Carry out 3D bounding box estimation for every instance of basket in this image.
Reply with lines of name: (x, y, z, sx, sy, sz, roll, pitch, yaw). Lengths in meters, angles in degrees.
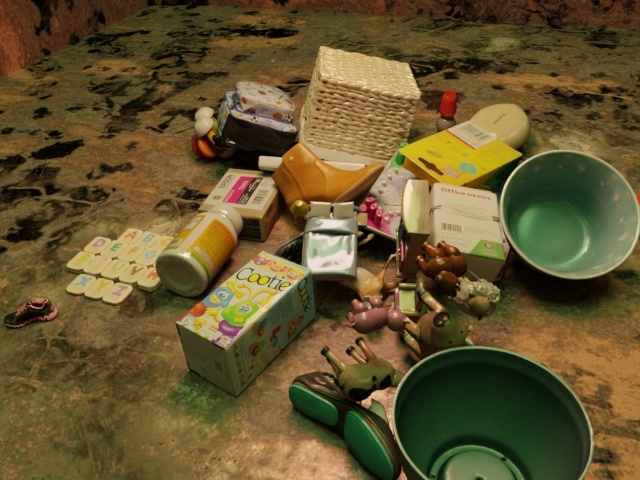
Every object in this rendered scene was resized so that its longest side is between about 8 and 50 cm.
basket: (0.112, -0.417, 1.861, 0.330, 0.267, 0.328, 9, 33, -6)

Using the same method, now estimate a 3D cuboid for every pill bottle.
pill bottle: (-0.293, 0.015, 1.492, 0.136, 0.137, 0.246, 10, 39, 18)

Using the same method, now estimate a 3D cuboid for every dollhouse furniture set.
dollhouse furniture set: (0.073, 0.013, 1.295, 0.303, 0.198, 0.287, 3, 59, 3)

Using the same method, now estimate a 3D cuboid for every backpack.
backpack: (-0.211, -0.393, 1.902, 0.276, 0.213, 0.263, 14, 21, -27)

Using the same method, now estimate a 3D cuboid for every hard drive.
hard drive: (-0.006, -0.210, 1.759, 0.307, 0.040, 0.203, 5, 1, 13)

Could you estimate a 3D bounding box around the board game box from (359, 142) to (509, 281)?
board game box: (0.330, -0.097, 1.575, 0.389, 0.050, 0.390, 23, 43, 11)

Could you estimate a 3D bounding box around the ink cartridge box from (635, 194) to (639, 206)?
ink cartridge box: (0.823, -0.086, 1.587, 0.232, 0.066, 0.189, -10, 37, -1)

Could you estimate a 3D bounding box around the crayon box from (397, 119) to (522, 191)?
crayon box: (0.371, -0.211, 1.611, 0.318, 0.081, 0.202, -24, 54, -35)

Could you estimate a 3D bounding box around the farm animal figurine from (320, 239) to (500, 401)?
farm animal figurine: (0.198, 0.185, 1.106, 0.330, 0.326, 0.172, -49, 53, 5)

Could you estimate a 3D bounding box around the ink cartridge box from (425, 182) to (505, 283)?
ink cartridge box: (0.330, -0.020, 1.383, 0.160, 0.093, 0.220, 11, 46, -1)

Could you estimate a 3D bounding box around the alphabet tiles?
alphabet tiles: (-0.515, 0.058, 1.554, 0.283, 0.021, 0.278, 11, 39, 20)

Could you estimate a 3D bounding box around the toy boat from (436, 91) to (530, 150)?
toy boat: (0.521, -0.370, 1.945, 0.267, 0.148, 0.318, -36, 54, -29)

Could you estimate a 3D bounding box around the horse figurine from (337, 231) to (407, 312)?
horse figurine: (0.102, 0.070, 1.413, 0.263, 0.066, 0.174, 36, 69, 22)

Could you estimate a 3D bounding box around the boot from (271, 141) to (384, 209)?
boot: (0.007, -0.182, 1.578, 0.211, 0.295, 0.104, 59, 27, 11)

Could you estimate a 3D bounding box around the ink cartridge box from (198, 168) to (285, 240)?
ink cartridge box: (-0.212, -0.107, 1.690, 0.193, 0.088, 0.235, 7, 39, 13)

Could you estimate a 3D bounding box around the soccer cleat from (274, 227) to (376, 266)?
soccer cleat: (0.000, 0.000, 1.523, 0.318, 0.109, 0.116, -25, 30, -29)

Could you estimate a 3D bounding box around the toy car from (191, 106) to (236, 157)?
toy car: (-0.375, -0.346, 2.003, 0.136, 0.159, 0.182, -38, 34, 17)

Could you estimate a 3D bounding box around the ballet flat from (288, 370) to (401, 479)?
ballet flat: (0.061, 0.320, 1.090, 0.096, 0.095, 0.280, -20, 38, -39)

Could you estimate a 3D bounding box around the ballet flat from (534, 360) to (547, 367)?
ballet flat: (0.344, 0.285, 1.141, 0.206, 0.073, 0.067, -16, 11, -19)

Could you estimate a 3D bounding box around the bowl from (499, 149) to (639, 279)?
bowl: (0.561, -0.039, 1.401, 0.311, 0.163, 0.312, 0, 72, 2)

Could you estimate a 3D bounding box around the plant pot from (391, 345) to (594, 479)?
plant pot: (0.259, 0.344, 0.946, 0.292, 0.197, 0.293, -3, 36, 2)

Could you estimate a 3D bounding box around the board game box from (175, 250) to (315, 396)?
board game box: (-0.150, 0.168, 1.267, 0.142, 0.145, 0.275, 20, 43, 30)

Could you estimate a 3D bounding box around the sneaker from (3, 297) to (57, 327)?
sneaker: (-0.688, 0.166, 1.397, 0.119, 0.057, 0.047, -14, 40, -11)
